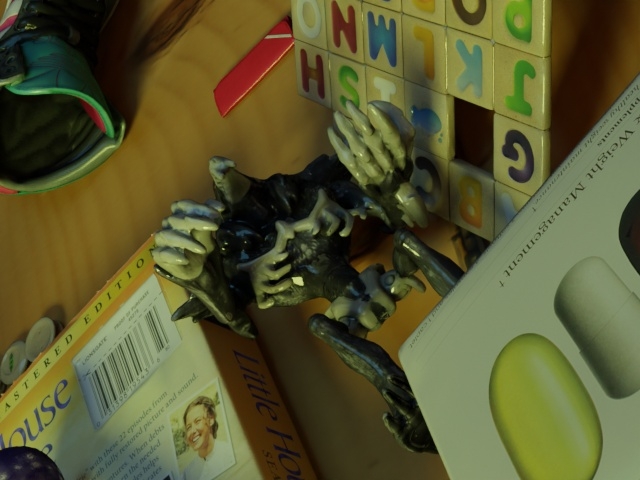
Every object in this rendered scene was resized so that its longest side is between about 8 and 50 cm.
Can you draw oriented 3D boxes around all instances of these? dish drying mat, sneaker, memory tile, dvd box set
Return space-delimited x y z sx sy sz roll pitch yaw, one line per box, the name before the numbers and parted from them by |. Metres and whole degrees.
dish drying mat | -0.048 -0.127 0.985 0.083 0.008 0.032 -42 45 23
sneaker | -0.208 -0.159 1.079 0.178 0.123 0.296 41 108 54
memory tile | -0.231 0.140 1.029 0.113 0.012 0.148 -34 47 29
dvd box set | -0.115 0.237 0.805 0.307 0.062 0.420 -46 45 18

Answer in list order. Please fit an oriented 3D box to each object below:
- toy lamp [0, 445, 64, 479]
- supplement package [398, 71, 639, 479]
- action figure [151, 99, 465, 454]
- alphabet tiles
toy lamp | -0.101 0.181 0.716 0.274 0.080 0.080 16 81 46
supplement package | 0.161 0.057 0.515 0.194 0.149 0.203 -51 22 13
action figure | 0.000 0.000 0.748 0.164 0.141 0.275 -41 43 -15
alphabet tiles | 0.050 -0.113 0.779 0.237 0.009 0.198 29 131 50
